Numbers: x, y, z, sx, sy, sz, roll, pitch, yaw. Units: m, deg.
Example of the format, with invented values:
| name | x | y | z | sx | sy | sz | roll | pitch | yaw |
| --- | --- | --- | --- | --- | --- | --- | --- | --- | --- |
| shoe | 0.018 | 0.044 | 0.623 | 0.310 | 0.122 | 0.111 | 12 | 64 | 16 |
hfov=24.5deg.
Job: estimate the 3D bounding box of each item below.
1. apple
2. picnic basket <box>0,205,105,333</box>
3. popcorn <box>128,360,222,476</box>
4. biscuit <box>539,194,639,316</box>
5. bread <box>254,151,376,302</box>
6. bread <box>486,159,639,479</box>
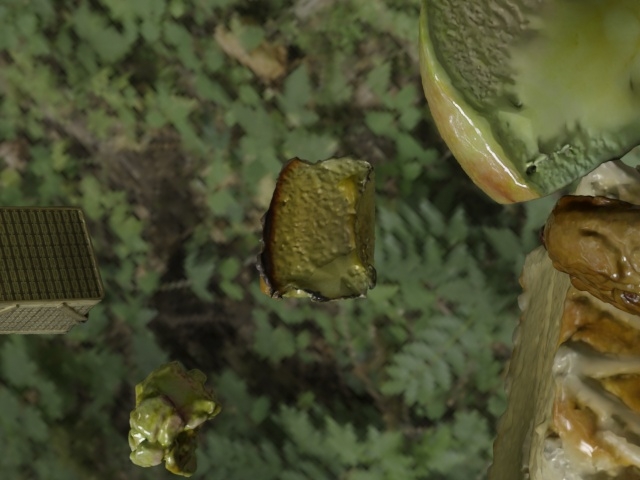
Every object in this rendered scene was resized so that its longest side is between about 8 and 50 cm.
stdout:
| name | x | y | z | sx | sy | sz | roll | pitch | yaw |
| --- | --- | --- | --- | --- | --- | --- | --- | --- | --- |
| apple | 0.164 | -0.137 | 1.049 | 0.193 | 0.265 | 0.120 | 59 | 148 | 3 |
| picnic basket | -0.310 | 0.030 | 1.497 | 0.079 | 0.164 | 0.115 | -37 | 63 | 45 |
| popcorn | -0.151 | 0.177 | 1.477 | 0.089 | 0.109 | 0.097 | 14 | 146 | -16 |
| biscuit | 0.286 | 0.041 | 0.985 | 0.296 | 0.075 | 0.296 | 16 | 176 | 1 |
| bread | 0.000 | 0.000 | 1.697 | 0.140 | 0.160 | 0.169 | 2 | 112 | 7 |
| bread | 0.368 | 0.156 | 1.374 | 0.390 | 0.371 | 0.279 | 16 | 157 | -5 |
